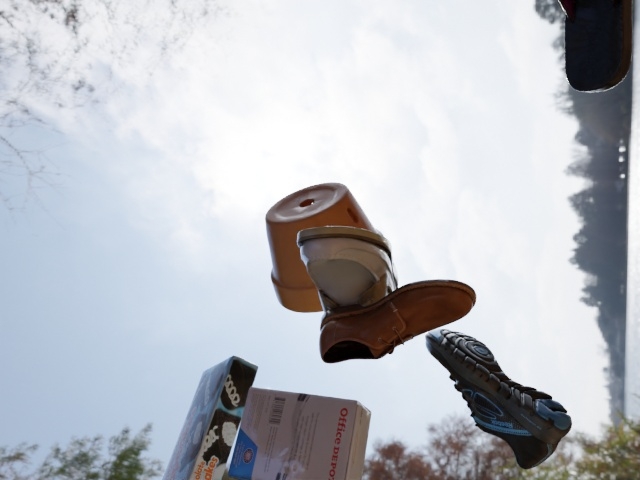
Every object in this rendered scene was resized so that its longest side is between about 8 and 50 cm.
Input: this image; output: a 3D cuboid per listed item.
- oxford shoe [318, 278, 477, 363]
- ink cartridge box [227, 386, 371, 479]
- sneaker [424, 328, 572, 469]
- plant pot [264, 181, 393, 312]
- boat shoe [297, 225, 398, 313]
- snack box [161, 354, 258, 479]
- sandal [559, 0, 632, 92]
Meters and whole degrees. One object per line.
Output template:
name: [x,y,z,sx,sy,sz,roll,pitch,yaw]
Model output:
oxford shoe: [0.093,0.109,0.713,0.076,0.212,0.076,53,-152,-27]
ink cartridge box: [-0.029,0.313,0.892,0.082,0.191,0.139,54,-138,-55]
sneaker: [0.327,0.311,1.177,0.125,0.341,0.139,-3,-58,-40]
plant pot: [0.000,0.000,1.322,0.291,0.291,0.203,-52,-51,-48]
boat shoe: [0.053,0.065,0.805,0.302,0.113,0.103,39,-131,-61]
snack box: [-0.220,0.384,1.056,0.060,0.187,0.322,27,-121,-17]
sandal: [0.540,-0.527,1.166,0.107,0.167,0.445,0,-97,-30]
